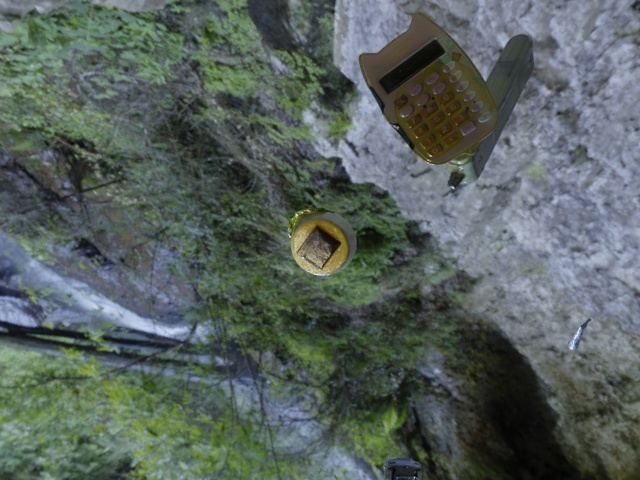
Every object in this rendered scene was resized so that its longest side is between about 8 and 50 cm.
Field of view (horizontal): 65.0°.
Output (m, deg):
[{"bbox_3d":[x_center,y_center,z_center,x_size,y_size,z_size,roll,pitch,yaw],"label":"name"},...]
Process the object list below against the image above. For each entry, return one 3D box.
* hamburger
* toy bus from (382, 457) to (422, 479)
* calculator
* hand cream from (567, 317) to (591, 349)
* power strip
[{"bbox_3d":[0.000,0.000,0.965,0.081,0.141,0.126,-56,165,-69],"label":"hamburger"},{"bbox_3d":[0.162,0.516,1.049,0.076,0.074,0.167,-91,-174,-71],"label":"toy bus"},{"bbox_3d":[0.174,-0.231,0.799,0.157,0.236,0.033,-34,174,8],"label":"calculator"},{"bbox_3d":[0.493,0.181,0.964,0.030,0.019,0.093,-29,140,-20],"label":"hand cream"},{"bbox_3d":[0.350,-0.263,1.047,0.387,0.066,0.092,-60,141,-17],"label":"power strip"}]
